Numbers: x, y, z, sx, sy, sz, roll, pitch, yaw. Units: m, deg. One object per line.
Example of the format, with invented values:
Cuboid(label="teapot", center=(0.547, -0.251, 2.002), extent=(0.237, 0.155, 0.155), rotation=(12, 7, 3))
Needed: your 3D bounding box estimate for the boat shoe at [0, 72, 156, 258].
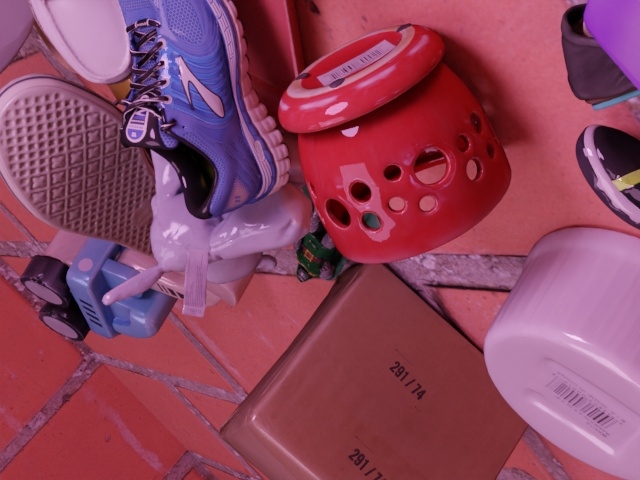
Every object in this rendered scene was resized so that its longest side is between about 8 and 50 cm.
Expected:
Cuboid(label="boat shoe", center=(-0.325, -0.108, 1.374), extent=(0.156, 0.187, 0.500), rotation=(45, -178, 24))

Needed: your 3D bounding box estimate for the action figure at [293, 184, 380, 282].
Cuboid(label="action figure", center=(0.000, 0.000, 1.317), extent=(0.137, 0.063, 0.232), rotation=(47, 154, 15))

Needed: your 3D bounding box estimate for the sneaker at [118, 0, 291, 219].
Cuboid(label="sneaker", center=(-0.153, -0.168, 1.019), extent=(0.130, 0.147, 0.330), rotation=(5, 126, 52))

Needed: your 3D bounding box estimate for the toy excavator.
Cuboid(label="toy excavator", center=(-0.321, 0.067, 1.791), extent=(0.445, 0.222, 0.433), rotation=(20, 151, 12))

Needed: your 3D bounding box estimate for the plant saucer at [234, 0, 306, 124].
Cuboid(label="plant saucer", center=(-0.116, -0.263, 1.063), extent=(0.259, 0.048, 0.258), rotation=(30, 154, 25))

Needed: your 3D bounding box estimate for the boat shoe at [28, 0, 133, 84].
Cuboid(label="boat shoe", center=(-0.286, -0.313, 1.047), extent=(0.103, 0.113, 0.302), rotation=(-139, 25, -74))

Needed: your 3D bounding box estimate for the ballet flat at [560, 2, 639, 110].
Cuboid(label="ballet flat", center=(0.262, -0.155, 0.641), extent=(0.280, 0.095, 0.096), rotation=(-8, 112, 59))

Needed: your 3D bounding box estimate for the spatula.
Cuboid(label="spatula", center=(0.148, -0.215, 0.682), extent=(0.296, 0.030, 0.084), rotation=(44, 149, 22))

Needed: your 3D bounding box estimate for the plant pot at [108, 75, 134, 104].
Cuboid(label="plant pot", center=(-0.253, -0.245, 1.261), extent=(0.083, 0.081, 0.081), rotation=(51, 155, -6))

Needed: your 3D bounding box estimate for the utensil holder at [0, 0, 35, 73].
Cuboid(label="utensil holder", center=(-0.582, -0.376, 1.184), extent=(0.385, 0.327, 0.327), rotation=(33, 155, 28))

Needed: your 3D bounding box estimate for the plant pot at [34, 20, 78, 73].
Cuboid(label="plant pot", center=(-0.331, -0.330, 1.208), extent=(0.236, 0.032, 0.236), rotation=(36, 140, 38))

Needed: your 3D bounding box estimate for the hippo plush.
Cuboid(label="hippo plush", center=(-0.107, -0.022, 1.258), extent=(0.234, 0.294, 0.236), rotation=(6, 166, 13))

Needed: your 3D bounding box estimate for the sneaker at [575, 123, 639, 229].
Cuboid(label="sneaker", center=(0.326, -0.038, 0.789), extent=(0.234, 0.084, 0.097), rotation=(38, 132, 5))

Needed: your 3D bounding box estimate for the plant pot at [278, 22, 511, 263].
Cuboid(label="plant pot", center=(0.064, -0.100, 0.912), extent=(0.191, 0.191, 0.174), rotation=(4, 129, 53))

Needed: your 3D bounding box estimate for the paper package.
Cuboid(label="paper package", center=(0.080, 0.247, 1.319), extent=(0.325, 0.309, 0.168), rotation=(41, 156, -4))

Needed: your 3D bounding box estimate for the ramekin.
Cuboid(label="ramekin", center=(0.307, 0.130, 0.999), extent=(0.277, 0.135, 0.277), rotation=(32, 154, 18))
